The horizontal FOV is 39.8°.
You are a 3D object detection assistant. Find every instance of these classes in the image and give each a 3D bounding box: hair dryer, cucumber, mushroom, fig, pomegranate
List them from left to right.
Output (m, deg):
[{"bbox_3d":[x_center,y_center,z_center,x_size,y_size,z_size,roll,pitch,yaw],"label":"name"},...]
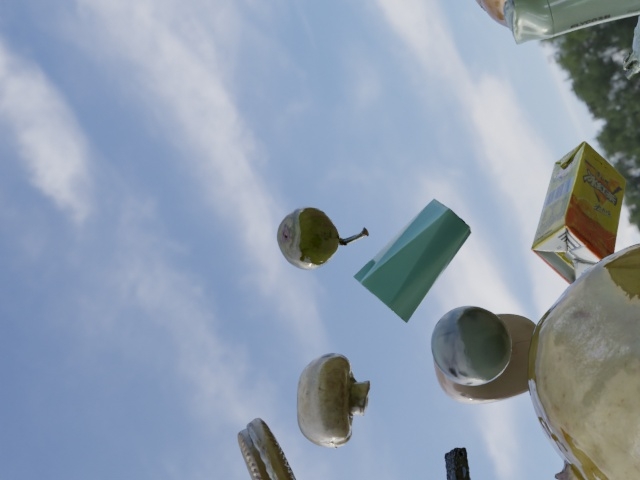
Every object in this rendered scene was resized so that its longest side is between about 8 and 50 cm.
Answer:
[{"bbox_3d":[-0.012,-0.010,2.066,0.142,0.148,0.186,46,-157,26],"label":"fig"},{"bbox_3d":[0.022,0.281,1.542,0.166,0.127,0.166,4,-90,-77],"label":"mushroom"},{"bbox_3d":[0.220,0.399,1.370,0.163,0.043,0.039,-89,-23,-43],"label":"cucumber"},{"bbox_3d":[0.286,-0.205,0.850,0.237,0.206,0.075,42,-150,-68],"label":"hair dryer"},{"bbox_3d":[0.382,0.172,0.968,0.332,0.332,0.333,43,-145,-41],"label":"pomegranate"}]

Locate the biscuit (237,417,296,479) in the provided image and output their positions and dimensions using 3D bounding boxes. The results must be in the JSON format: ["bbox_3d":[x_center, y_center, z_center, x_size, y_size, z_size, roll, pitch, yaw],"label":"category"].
[{"bbox_3d":[-0.099,0.489,1.819,0.259,0.079,0.259,60,167,23],"label":"biscuit"}]

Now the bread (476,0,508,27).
[{"bbox_3d":[0.259,-0.359,1.267,0.189,0.077,0.114,3,-115,-67],"label":"bread"}]

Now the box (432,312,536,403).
[{"bbox_3d":[0.287,0.199,1.491,0.088,0.200,0.146,146,114,-71],"label":"box"}]

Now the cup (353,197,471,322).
[{"bbox_3d":[0.195,0.034,1.805,0.134,0.236,0.148,40,-178,-14],"label":"cup"}]

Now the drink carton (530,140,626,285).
[{"bbox_3d":[0.594,-0.063,2.009,0.154,0.111,0.351,41,-139,-10],"label":"drink carton"}]

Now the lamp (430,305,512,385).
[{"bbox_3d":[0.194,0.136,1.140,0.105,0.105,0.105,43,-145,-41],"label":"lamp"}]
